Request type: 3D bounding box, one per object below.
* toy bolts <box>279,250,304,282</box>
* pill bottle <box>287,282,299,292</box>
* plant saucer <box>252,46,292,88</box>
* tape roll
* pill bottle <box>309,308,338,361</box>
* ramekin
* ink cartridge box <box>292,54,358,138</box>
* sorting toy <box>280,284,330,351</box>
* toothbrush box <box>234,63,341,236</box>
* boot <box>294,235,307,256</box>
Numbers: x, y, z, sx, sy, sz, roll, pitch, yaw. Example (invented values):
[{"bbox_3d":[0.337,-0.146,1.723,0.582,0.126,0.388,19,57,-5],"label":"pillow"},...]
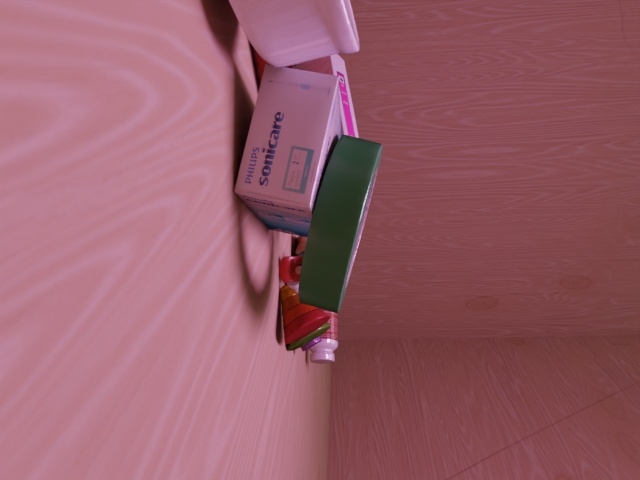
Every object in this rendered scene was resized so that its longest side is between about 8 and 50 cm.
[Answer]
[{"bbox_3d":[0.000,0.000,1.101,0.158,0.218,0.229,-5,101,-73],"label":"toy bolts"},{"bbox_3d":[-0.053,0.134,1.190,0.116,0.065,0.065,63,22,-48],"label":"pill bottle"},{"bbox_3d":[-0.101,-0.409,0.900,0.259,0.047,0.259,86,4,-47],"label":"plant saucer"},{"bbox_3d":[0.041,-0.029,0.818,0.321,0.077,0.322,16,90,-84],"label":"tape roll"},{"bbox_3d":[0.006,0.349,1.657,0.121,0.121,0.216,81,8,-64],"label":"pill bottle"},{"bbox_3d":[-0.047,-0.380,0.597,0.277,0.135,0.278,-15,90,-77],"label":"ramekin"},{"bbox_3d":[-0.007,-0.318,1.069,0.069,0.175,0.372,7,67,-45],"label":"ink cartridge box"},{"bbox_3d":[-0.057,0.204,1.153,0.126,0.126,0.366,58,-9,18],"label":"sorting toy"},{"bbox_3d":[-0.041,-0.138,0.798,0.295,0.126,0.217,67,35,-78],"label":"toothbrush box"},{"bbox_3d":[-0.052,0.090,1.379,0.248,0.090,0.207,71,29,-82],"label":"boot"}]
